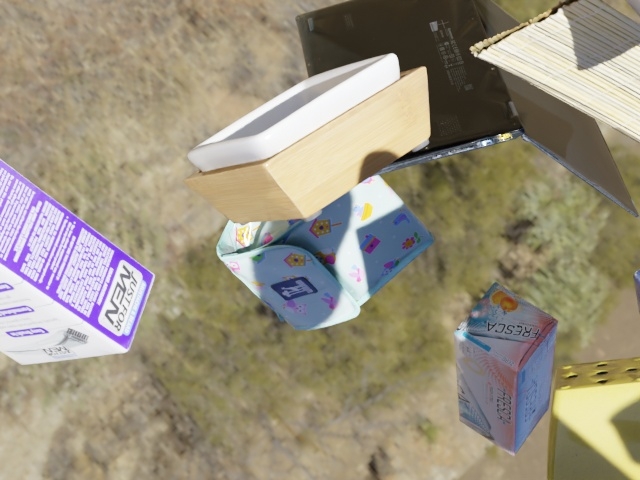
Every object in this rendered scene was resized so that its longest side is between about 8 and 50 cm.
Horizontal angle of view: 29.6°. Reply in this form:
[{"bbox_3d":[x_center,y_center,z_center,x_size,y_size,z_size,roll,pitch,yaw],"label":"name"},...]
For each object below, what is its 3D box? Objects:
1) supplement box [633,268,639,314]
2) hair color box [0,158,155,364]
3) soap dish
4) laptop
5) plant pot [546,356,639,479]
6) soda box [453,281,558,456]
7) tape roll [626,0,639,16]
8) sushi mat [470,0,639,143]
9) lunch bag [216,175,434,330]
[{"bbox_3d":[0.425,0.129,0.881,0.195,0.356,0.194,-26,122,-12],"label":"supplement box"},{"bbox_3d":[-0.359,0.003,1.252,0.339,0.185,0.110,43,51,-37],"label":"hair color box"},{"bbox_3d":[-0.017,-0.114,1.453,0.229,0.118,0.291,-34,-168,-21],"label":"soap dish"},{"bbox_3d":[0.208,-0.189,1.779,0.408,0.382,0.236,-15,135,4],"label":"laptop"},{"bbox_3d":[0.445,0.290,1.851,0.212,0.187,0.212,-7,-172,14],"label":"plant pot"},{"bbox_3d":[0.153,0.111,1.005,0.058,0.063,0.183,-48,154,-20],"label":"soda box"},{"bbox_3d":[0.334,-0.306,1.019,0.169,0.246,0.246,40,96,-23],"label":"tape roll"},{"bbox_3d":[0.320,-0.164,1.258,0.316,0.019,0.151,21,151,-34],"label":"sushi mat"},{"bbox_3d":[0.000,0.000,1.805,0.262,0.160,0.223,-42,132,3],"label":"lunch bag"}]
